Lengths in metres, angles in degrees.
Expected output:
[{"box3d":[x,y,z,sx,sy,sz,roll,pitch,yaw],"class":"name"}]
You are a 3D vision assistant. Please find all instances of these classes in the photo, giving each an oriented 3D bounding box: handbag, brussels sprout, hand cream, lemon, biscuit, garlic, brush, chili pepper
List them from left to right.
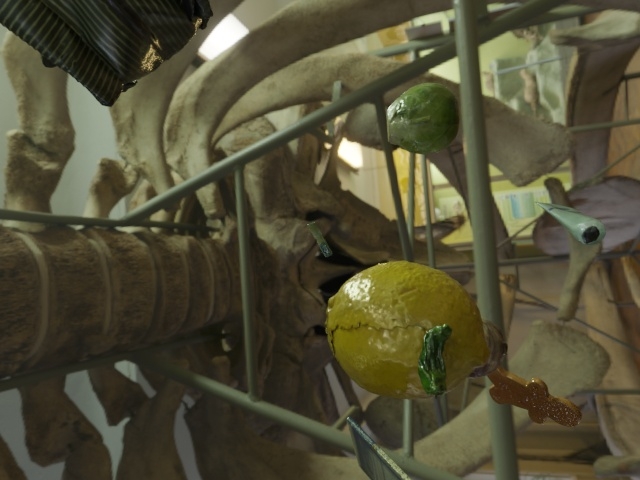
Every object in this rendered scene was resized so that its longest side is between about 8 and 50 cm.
[{"box3d":[-0.276,-0.320,0.622,0.240,0.247,0.340,53,-179,-25],"class":"handbag"},{"box3d":[0.000,0.000,0.945,0.083,0.016,0.013,61,-172,-31],"class":"brush"},{"box3d":[0.121,0.130,0.746,0.204,0.260,0.204,-18,-69,-54],"class":"lemon"},{"box3d":[0.329,-0.388,1.605,0.244,0.244,0.243,-6,-90,-72],"class":"brussels sprout"},{"box3d":[0.141,0.148,0.616,0.030,0.034,0.091,23,-111,-44],"class":"chili pepper"},{"box3d":[0.292,0.221,1.128,0.160,0.245,0.245,-56,-16,10],"class":"garlic"},{"box3d":[0.572,0.422,1.349,0.036,0.250,0.165,-40,-52,-33],"class":"biscuit"},{"box3d":[0.685,-0.059,1.374,0.320,0.110,0.067,-64,-17,-73],"class":"hand cream"}]

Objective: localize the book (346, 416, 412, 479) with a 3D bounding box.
[{"box3d":[0.175,0.531,1.044,0.018,0.322,0.228,-32,-46,-22],"class":"book"}]
